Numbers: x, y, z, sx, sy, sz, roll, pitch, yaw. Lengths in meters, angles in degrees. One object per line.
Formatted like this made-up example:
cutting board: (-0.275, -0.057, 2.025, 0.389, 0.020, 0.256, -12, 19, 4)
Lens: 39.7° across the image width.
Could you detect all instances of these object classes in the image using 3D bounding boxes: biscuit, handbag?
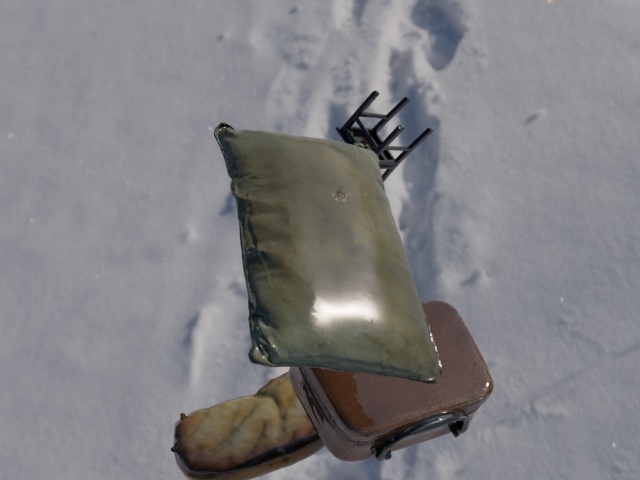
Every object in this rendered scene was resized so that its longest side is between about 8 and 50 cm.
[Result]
biscuit: (-0.039, 0.216, 1.102, 0.299, 0.045, 0.154, -21, 30, -19)
handbag: (0.076, 0.147, 0.924, 0.193, 0.072, 0.151, -7, 52, -25)

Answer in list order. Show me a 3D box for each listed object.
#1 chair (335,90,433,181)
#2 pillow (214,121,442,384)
chair: (0.064, -0.129, 1.384, 0.212, 0.101, 0.084, -46, 65, 31)
pillow: (0.000, 0.000, 0.836, 0.185, 0.075, 0.302, 8, 45, -23)
